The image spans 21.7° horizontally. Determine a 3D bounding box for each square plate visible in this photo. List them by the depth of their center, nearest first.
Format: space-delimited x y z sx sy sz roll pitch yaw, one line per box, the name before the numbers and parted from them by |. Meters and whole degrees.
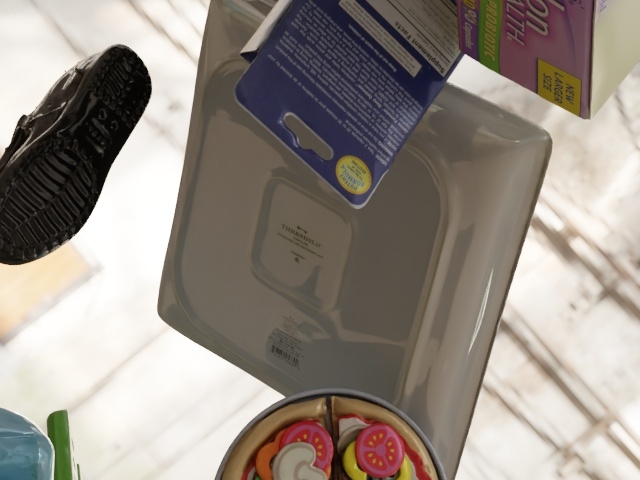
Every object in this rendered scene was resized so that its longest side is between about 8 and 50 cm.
square plate | 0.000 0.000 1.381 0.347 0.049 0.344 30 -59 30

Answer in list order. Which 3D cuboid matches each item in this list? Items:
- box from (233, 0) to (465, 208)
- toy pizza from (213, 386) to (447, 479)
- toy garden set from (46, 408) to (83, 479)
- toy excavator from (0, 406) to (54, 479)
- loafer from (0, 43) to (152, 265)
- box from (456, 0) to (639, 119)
box | 0.035 -0.149 1.207 0.136 0.225 0.036 42 -19 -24
toy pizza | 0.012 0.214 1.287 0.201 0.201 0.032 53 -19 -7
toy garden set | -0.229 0.312 1.519 0.204 0.049 0.244 -108 -170 -56
toy excavator | -0.220 0.220 1.175 0.433 0.445 0.222 29 -62 60
loafer | -0.214 -0.065 1.344 0.078 0.220 0.080 -5 -49 44
box | 0.206 -0.248 1.152 0.117 0.243 0.213 31 -22 23
